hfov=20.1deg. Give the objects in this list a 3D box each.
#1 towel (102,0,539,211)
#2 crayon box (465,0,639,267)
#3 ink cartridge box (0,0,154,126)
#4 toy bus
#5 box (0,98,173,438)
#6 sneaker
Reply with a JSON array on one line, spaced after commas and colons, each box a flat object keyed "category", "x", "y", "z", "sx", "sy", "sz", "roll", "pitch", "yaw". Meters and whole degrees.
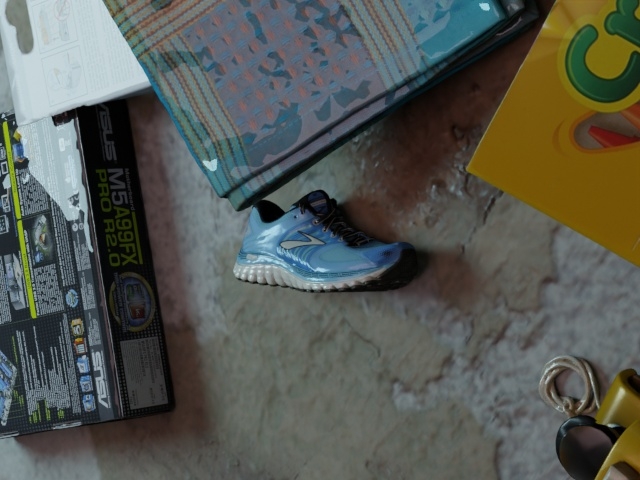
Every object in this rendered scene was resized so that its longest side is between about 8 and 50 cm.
[{"category": "towel", "x": -0.056, "y": -0.237, "z": 1.246, "sx": 0.271, "sy": 0.040, "sz": 0.370, "roll": -33, "pitch": 88, "yaw": 25}, {"category": "crayon box", "x": 0.297, "y": -0.121, "z": 0.920, "sx": 0.313, "sy": 0.106, "sz": 0.363, "roll": 29, "pitch": 115, "yaw": 4}, {"category": "ink cartridge box", "x": -0.155, "y": -0.203, "z": 1.393, "sx": 0.232, "sy": 0.066, "sz": 0.189, "roll": -15, "pitch": 84, "yaw": 43}, {"category": "toy bus", "x": 0.207, "y": 0.152, "z": 1.104, "sx": 0.202, "sy": 0.104, "sz": 0.191, "roll": -18, "pitch": 81, "yaw": 40}, {"category": "box", "x": -0.235, "y": 0.025, "z": 1.506, "sx": 0.216, "sy": 0.060, "sz": 0.270, "roll": -14, "pitch": 84, "yaw": 41}, {"category": "sneaker", "x": 0.000, "y": 0.000, "z": 1.300, "sx": 0.162, "sy": 0.063, "sz": 0.073, "roll": 6, "pitch": 94, "yaw": 40}]
